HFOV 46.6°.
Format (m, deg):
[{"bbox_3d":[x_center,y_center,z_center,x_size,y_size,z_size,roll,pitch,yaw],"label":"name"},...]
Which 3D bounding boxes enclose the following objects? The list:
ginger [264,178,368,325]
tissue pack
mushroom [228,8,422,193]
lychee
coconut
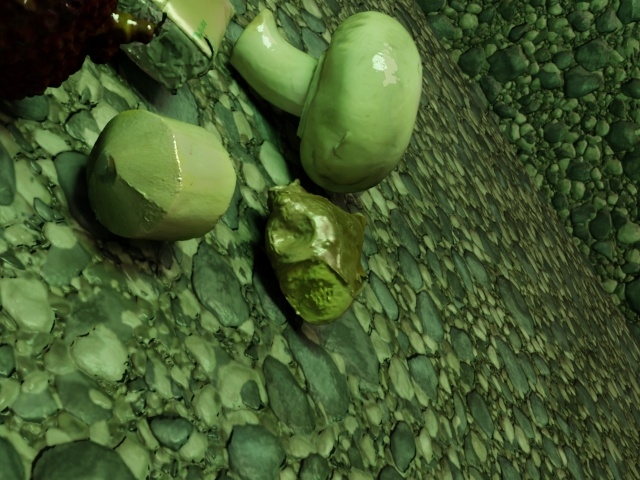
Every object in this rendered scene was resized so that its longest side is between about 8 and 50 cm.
[{"bbox_3d":[0.000,0.000,1.128,0.218,0.123,0.270,58,17,-9],"label":"ginger"},{"bbox_3d":[-0.238,-0.345,1.073,0.215,0.123,0.256,43,23,-25],"label":"tissue pack"},{"bbox_3d":[0.050,-0.267,1.304,0.315,0.315,0.355,0,62,-60],"label":"mushroom"},{"bbox_3d":[-0.299,-0.259,0.712,0.300,0.264,0.264,24,36,-11],"label":"lychee"},{"bbox_3d":[-0.190,-0.071,0.846,0.153,0.147,0.147,8,56,-55],"label":"coconut"}]
